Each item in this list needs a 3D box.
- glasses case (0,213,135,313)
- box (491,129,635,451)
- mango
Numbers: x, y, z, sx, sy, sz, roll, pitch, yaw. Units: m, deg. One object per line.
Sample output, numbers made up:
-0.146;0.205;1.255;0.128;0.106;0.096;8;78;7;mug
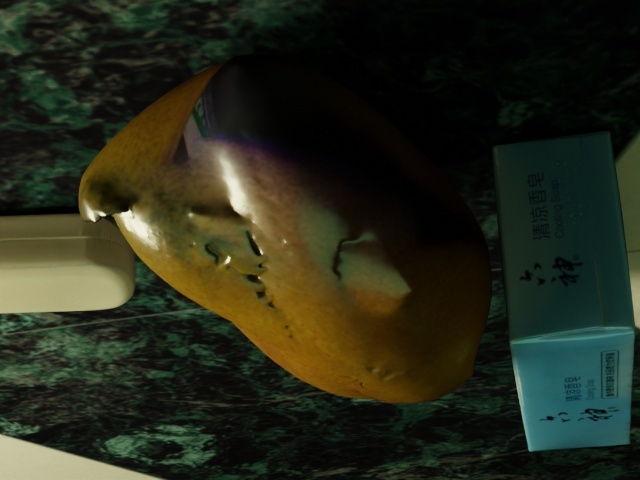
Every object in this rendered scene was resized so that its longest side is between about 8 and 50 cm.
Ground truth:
-0.229;0.018;0.980;0.196;0.050;0.083;-1;156;-2;glasses case
0.170;0.044;0.960;0.083;0.142;0.232;-6;154;8;box
0.000;0.000;0.829;0.201;0.152;0.287;35;177;40;mango
